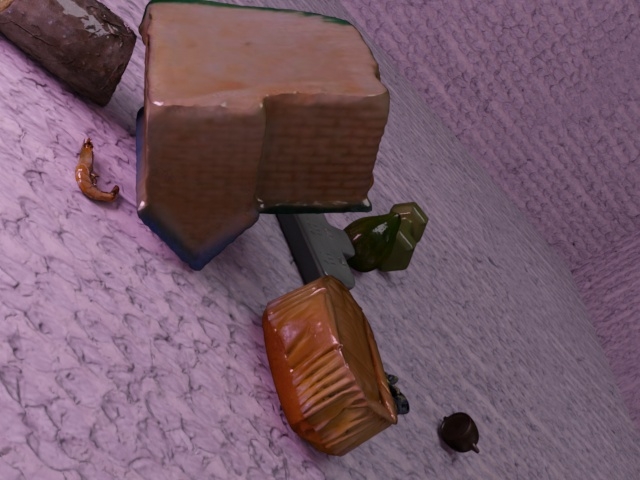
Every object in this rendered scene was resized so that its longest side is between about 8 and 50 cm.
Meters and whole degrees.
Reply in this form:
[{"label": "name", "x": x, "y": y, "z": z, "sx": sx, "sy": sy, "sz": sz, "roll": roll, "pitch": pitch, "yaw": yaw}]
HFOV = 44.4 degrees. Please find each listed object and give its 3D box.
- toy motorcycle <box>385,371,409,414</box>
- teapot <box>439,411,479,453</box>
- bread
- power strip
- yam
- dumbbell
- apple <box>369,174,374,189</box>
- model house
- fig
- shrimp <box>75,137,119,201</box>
[{"label": "toy motorcycle", "x": 0.102, "y": 0.279, "z": 1.486, "sx": 0.193, "sy": 0.061, "sz": 0.124, "roll": 14, "pitch": 43, "yaw": -55}, {"label": "teapot", "x": 0.298, "y": 0.413, "z": 1.673, "sx": 0.068, "sy": 0.076, "sz": 0.121, "roll": 54, "pitch": -9, "yaw": -26}, {"label": "bread", "x": 0.007, "y": 0.207, "z": 1.287, "sx": 0.204, "sy": 0.156, "sz": 0.288, "roll": 40, "pitch": 23, "yaw": -49}, {"label": "power strip", "x": 0.000, "y": -0.001, "z": 1.678, "sx": 0.193, "sy": 0.059, "sz": 0.265, "roll": 19, "pitch": 41, "yaw": -54}, {"label": "yam", "x": -0.402, "y": -0.333, "z": 1.252, "sx": 0.254, "sy": 0.154, "sz": 0.154, "roll": 39, "pitch": 27, "yaw": -38}, {"label": "dumbbell", "x": 0.205, "y": -0.014, "z": 2.033, "sx": 0.302, "sy": 0.121, "sz": 0.108, "roll": -47, "pitch": 129, "yaw": -67}, {"label": "apple", "x": 0.073, "y": -0.166, "z": 1.996, "sx": 0.126, "sy": 0.102, "sz": 0.126, "roll": 49, "pitch": 18, "yaw": -22}, {"label": "model house", "x": -0.111, "y": -0.167, "z": 1.301, "sx": 0.382, "sy": 0.343, "sz": 0.335, "roll": 0, "pitch": 42, "yaw": -13}, {"label": "fig", "x": 0.123, "y": -0.004, "z": 1.799, "sx": 0.123, "sy": 0.156, "sz": 0.123, "roll": 50, "pitch": 18, "yaw": -23}, {"label": "shrimp", "x": -0.342, "y": -0.104, "z": 1.202, "sx": 0.083, "sy": 0.023, "sz": 0.114, "roll": 34, "pitch": 36, "yaw": -46}]
